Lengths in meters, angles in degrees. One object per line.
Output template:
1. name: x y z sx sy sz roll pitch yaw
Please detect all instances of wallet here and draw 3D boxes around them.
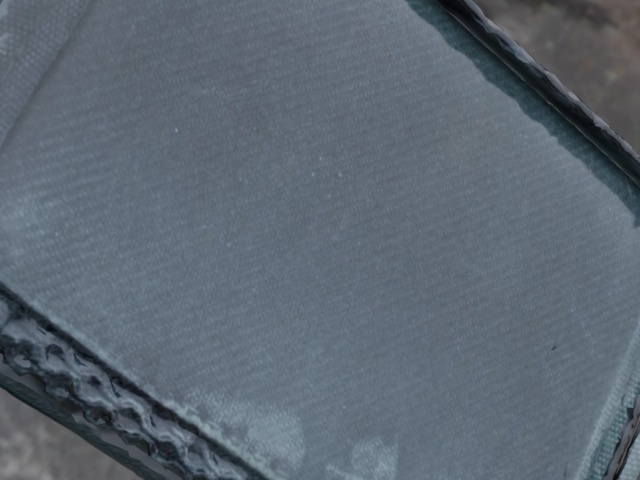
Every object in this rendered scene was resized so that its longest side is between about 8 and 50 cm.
1. wallet: 0.000 0.000 0.785 0.342 0.237 0.075 37 -21 -26
